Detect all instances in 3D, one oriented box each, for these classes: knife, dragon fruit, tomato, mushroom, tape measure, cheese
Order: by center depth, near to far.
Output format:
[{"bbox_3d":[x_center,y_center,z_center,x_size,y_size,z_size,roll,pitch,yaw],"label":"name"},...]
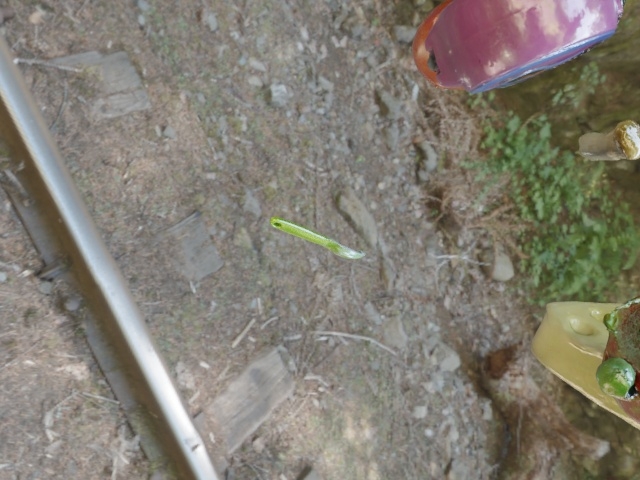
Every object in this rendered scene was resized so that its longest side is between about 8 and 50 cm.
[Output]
[{"bbox_3d":[0.137,-0.150,0.404,0.118,0.125,0.074,-25,94,-30],"label":"tape measure"},{"bbox_3d":[0.511,0.173,0.787,0.268,0.295,0.130,-100,178,-55],"label":"dragon fruit"},{"bbox_3d":[0.000,0.000,0.914,0.184,0.022,0.026,22,36,-27],"label":"knife"},{"bbox_3d":[0.559,0.215,1.033,0.383,0.383,0.104,-19,130,-48],"label":"cheese"},{"bbox_3d":[0.636,-0.217,1.299,0.071,0.209,0.084,-32,98,-4],"label":"mushroom"},{"bbox_3d":[0.329,-0.459,1.345,0.232,0.231,0.189,-58,144,-38],"label":"tomato"}]
